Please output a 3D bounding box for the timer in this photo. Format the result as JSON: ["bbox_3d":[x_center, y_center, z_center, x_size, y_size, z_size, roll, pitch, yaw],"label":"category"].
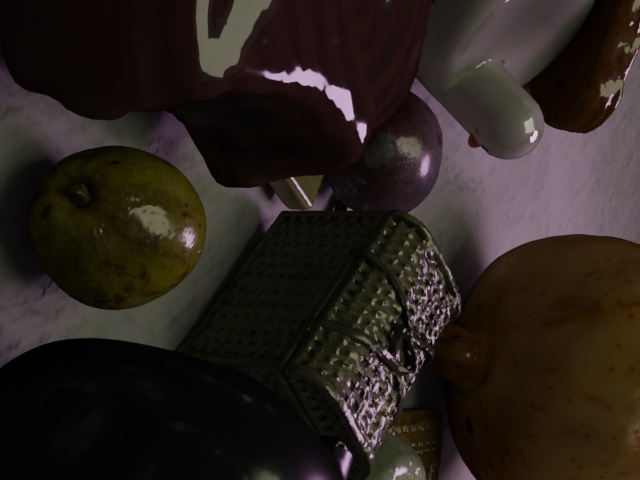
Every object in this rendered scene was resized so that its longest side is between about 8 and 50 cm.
[{"bbox_3d":[0.201,-0.230,1.245,0.233,0.240,0.233,-31,156,-16],"label":"timer"}]

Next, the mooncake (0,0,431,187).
[{"bbox_3d":[-0.053,-0.180,0.767,0.334,0.174,0.326,-63,144,-36],"label":"mooncake"}]

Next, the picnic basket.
[{"bbox_3d":[0.010,0.080,0.959,0.196,0.154,0.134,-54,130,-39],"label":"picnic basket"}]

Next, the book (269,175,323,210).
[{"bbox_3d":[-0.010,-0.236,1.033,0.239,0.035,0.352,57,45,-49],"label":"book"}]

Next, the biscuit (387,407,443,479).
[{"bbox_3d":[0.089,0.279,1.353,0.254,0.029,0.172,14,83,-64],"label":"biscuit"}]

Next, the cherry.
[{"bbox_3d":[0.066,-0.115,1.110,0.148,0.115,0.188,20,83,-72],"label":"cherry"}]

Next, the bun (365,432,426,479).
[{"bbox_3d":[0.019,0.268,1.095,0.195,0.118,0.195,-31,128,-52],"label":"bun"}]

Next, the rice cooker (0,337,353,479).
[{"bbox_3d":[-0.106,0.191,0.666,0.224,0.267,0.267,-60,146,-34],"label":"rice cooker"}]

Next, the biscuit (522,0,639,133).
[{"bbox_3d":[0.301,-0.305,1.394,0.359,0.074,0.381,142,-50,-65],"label":"biscuit"}]

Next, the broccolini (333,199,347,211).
[{"bbox_3d":[0.000,0.000,1.121,0.035,0.030,0.140,39,46,-18],"label":"broccolini"}]

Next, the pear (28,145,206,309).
[{"bbox_3d":[-0.127,-0.008,0.744,0.131,0.107,0.107,52,47,-73],"label":"pear"}]

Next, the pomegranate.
[{"bbox_3d":[0.309,0.172,1.463,0.410,0.410,0.410,5,90,-65],"label":"pomegranate"}]
